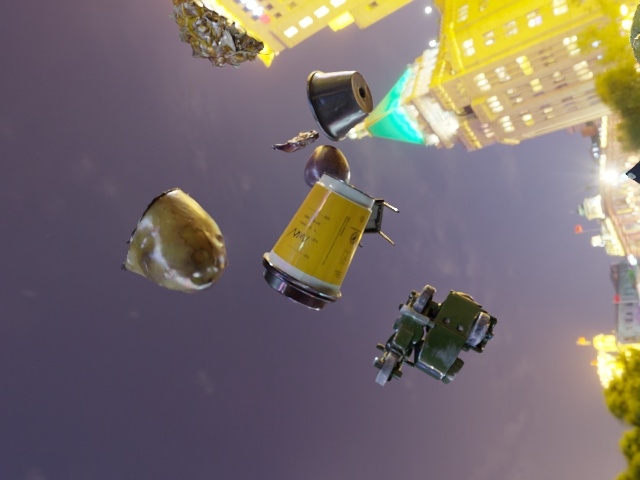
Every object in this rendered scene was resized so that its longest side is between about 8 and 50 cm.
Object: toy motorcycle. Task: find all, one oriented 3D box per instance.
[{"bbox_3d":[0.244,0.219,1.015,0.275,0.205,0.127,-58,-16,-12],"label":"toy motorcycle"}]

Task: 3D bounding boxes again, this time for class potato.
[{"bbox_3d":[-0.369,0.032,1.298,0.237,0.300,0.288,34,-145,2],"label":"potato"}]

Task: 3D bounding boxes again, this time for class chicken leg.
[{"bbox_3d":[-0.101,-0.395,1.884,0.093,0.205,0.053,-102,-8,-45],"label":"chicken leg"}]

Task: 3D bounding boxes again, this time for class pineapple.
[{"bbox_3d":[-0.316,-0.587,1.349,0.335,0.161,0.158,32,-165,-19],"label":"pineapple"}]

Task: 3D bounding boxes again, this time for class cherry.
[{"bbox_3d":[0.026,-0.228,1.555,0.176,0.140,0.175,-15,-71,-51],"label":"cherry"}]

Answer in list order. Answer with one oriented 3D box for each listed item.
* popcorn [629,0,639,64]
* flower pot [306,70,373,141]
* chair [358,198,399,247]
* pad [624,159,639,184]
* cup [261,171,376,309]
[{"bbox_3d":[0.795,-0.454,0.951,0.277,0.277,0.225,33,-110,-38],"label":"popcorn"},{"bbox_3d":[0.087,-0.511,1.713,0.269,0.166,0.268,25,-120,-53],"label":"flower pot"},{"bbox_3d":[0.195,-0.095,2.021,0.188,0.272,0.166,-3,-69,-21],"label":"chair"},{"bbox_3d":[0.796,-0.172,1.048,0.116,0.193,0.004,40,-116,14],"label":"pad"},{"bbox_3d":[0.000,0.000,1.042,0.197,0.196,0.279,22,-82,-43],"label":"cup"}]
